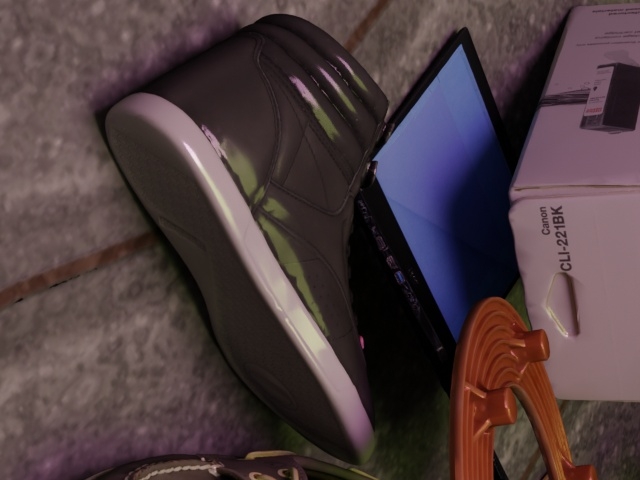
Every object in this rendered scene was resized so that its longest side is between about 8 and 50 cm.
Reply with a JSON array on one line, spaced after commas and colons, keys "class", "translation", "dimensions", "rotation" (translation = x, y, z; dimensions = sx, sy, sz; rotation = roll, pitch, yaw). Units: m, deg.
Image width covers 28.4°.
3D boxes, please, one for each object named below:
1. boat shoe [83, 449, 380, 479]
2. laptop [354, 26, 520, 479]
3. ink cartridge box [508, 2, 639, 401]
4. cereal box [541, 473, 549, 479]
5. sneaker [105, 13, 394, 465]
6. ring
[{"class": "boat shoe", "translation": [-0.028, 0.171, 0.741], "dimensions": [0.305, 0.091, 0.109], "rotation": [30, 33, -56]}, {"class": "laptop", "translation": [0.124, 0.030, 0.887], "dimensions": [0.136, 0.264, 0.234], "rotation": [-28, 131, 2]}, {"class": "ink cartridge box", "translation": [0.236, -0.035, 0.972], "dimensions": [0.273, 0.114, 0.197], "rotation": [-62, 144, -47]}, {"class": "cereal box", "translation": [0.173, 0.342, 1.121], "dimensions": [0.240, 0.047, 0.173], "rotation": [-37, 128, -40]}, {"class": "sneaker", "translation": [0.000, 0.000, 0.745], "dimensions": [0.147, 0.104, 0.296], "rotation": [-46, 129, -27]}, {"class": "ring", "translation": [0.145, 0.199, 0.791], "dimensions": [0.336, 0.032, 0.337], "rotation": [-11, 90, -70]}]
